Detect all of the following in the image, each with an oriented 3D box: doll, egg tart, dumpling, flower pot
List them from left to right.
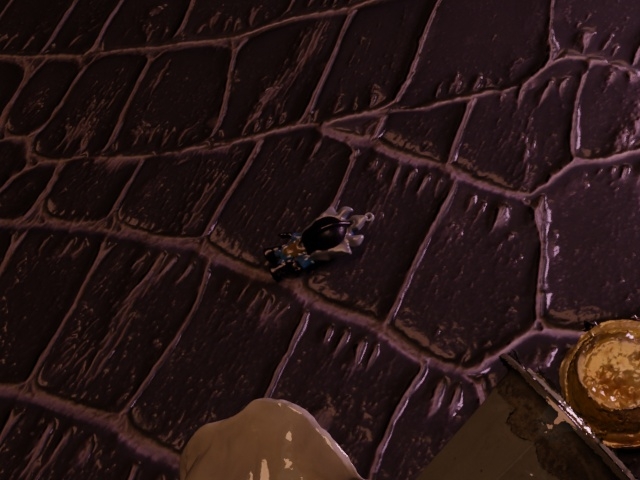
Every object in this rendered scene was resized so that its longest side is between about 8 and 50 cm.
[{"bbox_3d":[-0.075,0.330,1.654,0.318,0.243,0.187,21,28,23],"label":"dumpling"},{"bbox_3d":[0.000,0.000,2.046,0.195,0.070,0.096,-26,59,8],"label":"doll"},{"bbox_3d":[0.245,0.318,1.532,0.259,0.290,0.290,-43,46,-2],"label":"flower pot"},{"bbox_3d":[0.410,0.189,1.673,0.191,0.074,0.191,-9,61,17],"label":"egg tart"}]

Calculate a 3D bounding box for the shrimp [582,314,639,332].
[{"bbox_3d":[0.453,0.142,1.754,0.161,0.034,0.091,22,51,29],"label":"shrimp"}]
